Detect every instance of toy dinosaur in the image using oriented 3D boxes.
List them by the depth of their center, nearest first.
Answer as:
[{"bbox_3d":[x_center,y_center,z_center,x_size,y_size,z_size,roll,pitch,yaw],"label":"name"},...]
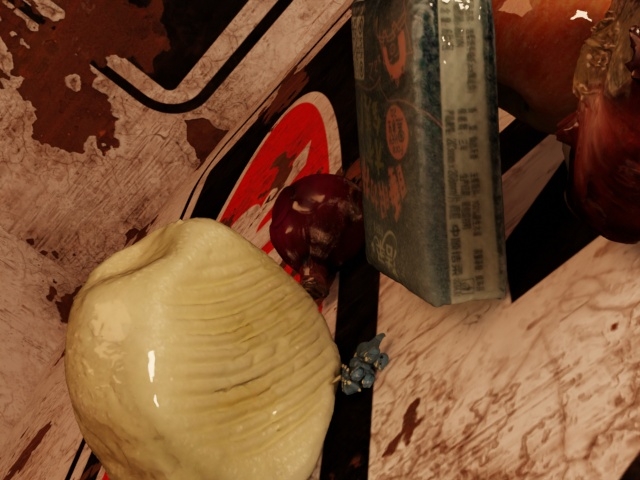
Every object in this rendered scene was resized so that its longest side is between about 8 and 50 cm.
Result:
[{"bbox_3d":[0.049,0.140,1.006,0.083,0.030,0.047,-53,19,-2],"label":"toy dinosaur"}]

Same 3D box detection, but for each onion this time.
[{"bbox_3d":[0.296,-0.118,0.689,0.272,0.195,0.272,12,-90,-81],"label":"onion"},{"bbox_3d":[-0.013,-0.009,1.292,0.173,0.135,0.198,-40,22,43],"label":"onion"}]

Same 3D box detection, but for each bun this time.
[{"bbox_3d":[-0.146,0.159,1.007,0.227,0.352,0.349,-28,-10,33],"label":"bun"}]

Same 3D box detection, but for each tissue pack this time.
[{"bbox_3d":[0.106,-0.106,0.935,0.228,0.103,0.315,-138,41,-73],"label":"tissue pack"}]

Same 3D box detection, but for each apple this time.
[{"bbox_3d":[0.250,-0.213,0.927,0.174,0.188,0.188,-48,17,-3],"label":"apple"}]
